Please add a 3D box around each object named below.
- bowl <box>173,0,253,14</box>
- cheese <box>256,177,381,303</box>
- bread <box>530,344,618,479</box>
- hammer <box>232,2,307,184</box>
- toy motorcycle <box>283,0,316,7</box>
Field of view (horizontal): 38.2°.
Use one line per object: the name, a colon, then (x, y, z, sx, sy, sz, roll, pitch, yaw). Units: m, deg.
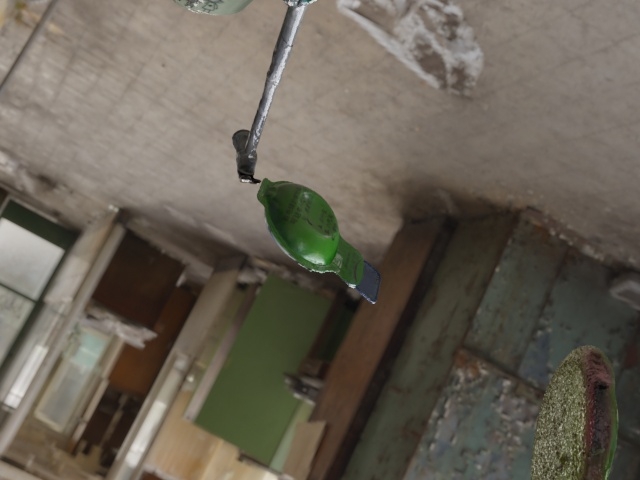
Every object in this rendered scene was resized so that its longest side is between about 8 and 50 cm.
bowl: (-0.170, -0.414, 1.368, 0.211, 0.211, 0.112, 29, 138, -12)
cheese: (0.000, 0.000, 1.780, 0.083, 0.204, 0.320, -35, 113, 32)
bread: (0.281, 0.229, 1.050, 0.033, 0.229, 0.228, 12, 168, -3)
hammer: (-0.091, -0.274, 1.630, 0.044, 0.152, 0.427, 6, 135, -17)
toy motorcycle: (0.039, -0.408, 1.077, 0.109, 0.297, 0.198, 33, -161, -3)
